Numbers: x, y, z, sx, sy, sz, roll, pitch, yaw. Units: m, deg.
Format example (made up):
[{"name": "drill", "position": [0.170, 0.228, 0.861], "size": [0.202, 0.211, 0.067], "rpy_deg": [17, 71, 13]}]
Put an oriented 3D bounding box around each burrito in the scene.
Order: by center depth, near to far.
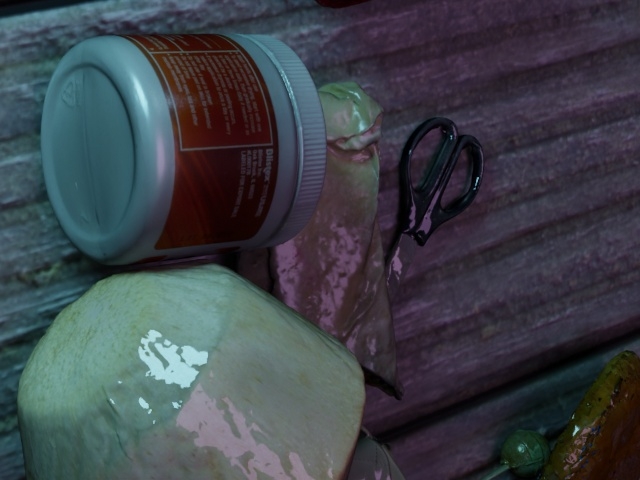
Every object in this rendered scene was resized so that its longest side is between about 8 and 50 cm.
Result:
[{"name": "burrito", "position": [-0.012, 0.003, 1.550], "size": [0.175, 0.107, 0.347], "rpy_deg": [-9, 101, -20]}]

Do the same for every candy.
[{"name": "candy", "position": [0.179, 0.278, 1.775], "size": [0.203, 0.061, 0.061], "rpy_deg": [-28, 113, -23]}]

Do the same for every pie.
[{"name": "pie", "position": [0.319, 0.259, 1.826], "size": [0.273, 0.069, 0.273], "rpy_deg": [-37, 137, -43]}]

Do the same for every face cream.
[{"name": "face cream", "position": [-0.125, -0.083, 1.385], "size": [0.187, 0.201, 0.201], "rpy_deg": [-7, 101, -37]}]

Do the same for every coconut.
[{"name": "coconut", "position": [-0.097, 0.175, 1.388], "size": [0.329, 0.329, 0.328], "rpy_deg": [-6, 100, -37]}]

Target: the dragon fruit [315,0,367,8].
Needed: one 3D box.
[{"name": "dragon fruit", "position": [0.047, -0.320, 1.527], "size": [0.262, 0.163, 0.189], "rpy_deg": [-29, 142, -27]}]

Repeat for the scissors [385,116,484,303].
[{"name": "scissors", "position": [0.091, 0.010, 1.678], "size": [0.109, 0.022, 0.300], "rpy_deg": [32, 78, -32]}]

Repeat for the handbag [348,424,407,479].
[{"name": "handbag", "position": [-0.015, 0.299, 1.611], "size": [0.256, 0.079, 0.219], "rpy_deg": [-36, 106, -28]}]
